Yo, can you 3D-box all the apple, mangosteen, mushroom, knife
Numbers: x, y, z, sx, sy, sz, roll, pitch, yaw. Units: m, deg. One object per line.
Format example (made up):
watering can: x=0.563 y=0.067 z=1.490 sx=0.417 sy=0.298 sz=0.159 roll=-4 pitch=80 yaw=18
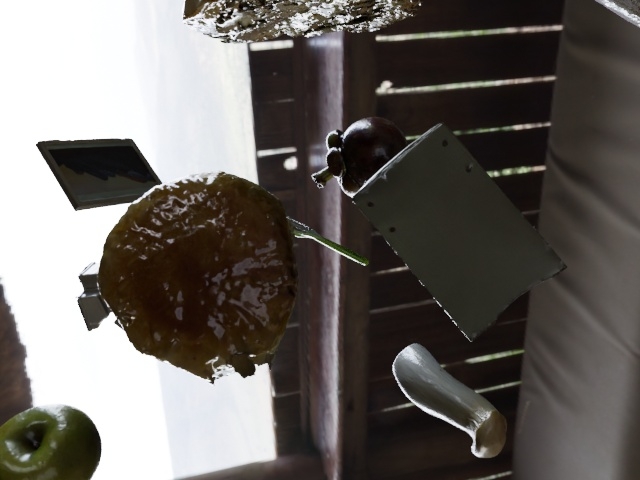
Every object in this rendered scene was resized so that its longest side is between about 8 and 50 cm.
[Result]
apple: x=-0.496 y=0.395 z=1.124 sx=0.156 sy=0.197 sz=0.196 roll=87 pitch=168 yaw=-51
mangosteen: x=0.091 y=-0.172 z=1.262 sx=0.172 sy=0.184 sz=0.172 roll=19 pitch=-90 yaw=-79
mushroom: x=0.291 y=0.355 z=1.392 sx=0.329 sy=0.159 sz=0.122 roll=35 pitch=97 yaw=49
knife: x=0.000 y=0.000 z=1.070 sx=0.026 sy=0.184 sz=0.022 roll=-64 pitch=0 yaw=-1

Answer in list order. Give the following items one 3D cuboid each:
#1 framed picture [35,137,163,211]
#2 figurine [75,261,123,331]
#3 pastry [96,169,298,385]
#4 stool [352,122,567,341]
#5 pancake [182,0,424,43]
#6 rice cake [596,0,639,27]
framed picture: x=-0.496 y=-0.160 z=1.434 sx=0.018 sy=0.265 sz=0.192 roll=-45 pitch=75 yaw=32
figurine: x=-0.464 y=0.119 z=1.571 sx=0.143 sy=0.309 sz=0.308 roll=28 pitch=-129 yaw=-78
pastry: x=-0.181 y=0.049 z=0.928 sx=0.136 sy=0.330 sz=0.329 roll=97 pitch=163 yaw=-82
stool: x=0.207 y=-0.007 z=0.946 sx=0.269 sy=0.170 sz=0.244 roll=51 pitch=-172 yaw=12
pancake: x=-0.018 y=-0.370 z=0.975 sx=0.382 sy=0.383 sz=0.071 roll=-147 pitch=49 yaw=-74
rice cake: x=0.557 y=-0.294 z=0.905 sx=0.064 sy=0.399 sz=0.070 roll=-58 pitch=-1 yaw=23
